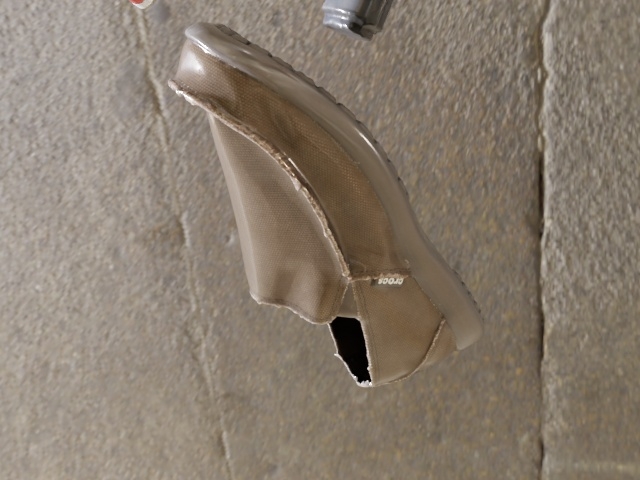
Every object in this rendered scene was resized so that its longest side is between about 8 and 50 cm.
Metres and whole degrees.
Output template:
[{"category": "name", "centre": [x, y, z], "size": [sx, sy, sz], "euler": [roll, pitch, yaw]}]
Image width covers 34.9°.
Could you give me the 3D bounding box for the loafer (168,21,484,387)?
[{"category": "loafer", "centre": [0.000, 0.000, 0.748], "size": [0.130, 0.134, 0.366], "euler": [-43, 126, -5]}]

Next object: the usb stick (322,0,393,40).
[{"category": "usb stick", "centre": [0.073, -0.305, 0.857], "size": [0.045, 0.077, 0.278], "euler": [17, 98, -35]}]

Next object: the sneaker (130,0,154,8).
[{"category": "sneaker", "centre": [-0.212, -0.332, 1.163], "size": [0.042, 0.067, 0.119], "euler": [-4, 75, 33]}]
